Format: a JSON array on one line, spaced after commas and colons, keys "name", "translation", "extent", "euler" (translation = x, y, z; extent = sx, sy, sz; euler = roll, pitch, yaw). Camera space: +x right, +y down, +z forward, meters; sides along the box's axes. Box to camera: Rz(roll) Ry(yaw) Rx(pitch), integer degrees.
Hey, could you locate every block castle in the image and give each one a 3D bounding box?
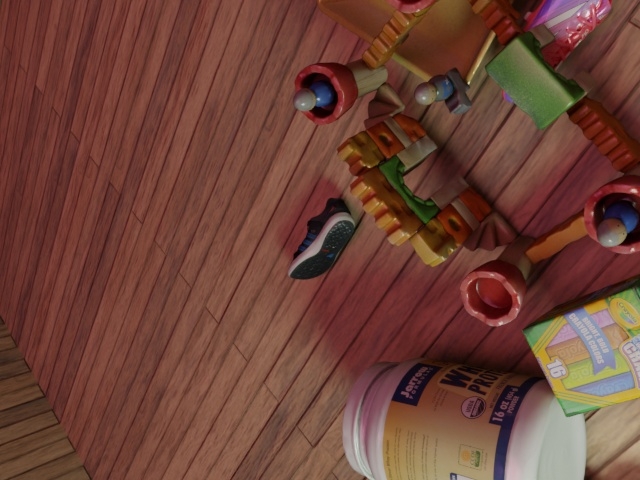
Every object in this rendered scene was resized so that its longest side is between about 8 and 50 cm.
[{"name": "block castle", "translation": [0.189, -0.131, 0.800], "extent": [0.453, 0.213, 0.303], "euler": [50, 135, 4]}]

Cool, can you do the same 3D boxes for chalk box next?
[{"name": "chalk box", "translation": [0.404, 0.123, 0.792], "extent": [0.213, 0.132, 0.132], "euler": [-34, 76, 40]}]

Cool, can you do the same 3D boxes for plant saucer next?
[{"name": "plant saucer", "translation": [0.181, -0.438, 0.915], "extent": [0.333, 0.081, 0.333], "euler": [43, 125, 27]}]

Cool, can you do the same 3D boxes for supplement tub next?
[{"name": "supplement tub", "translation": [0.213, 0.304, 0.934], "extent": [0.316, 0.228, 0.229], "euler": [1, 99, 41]}]

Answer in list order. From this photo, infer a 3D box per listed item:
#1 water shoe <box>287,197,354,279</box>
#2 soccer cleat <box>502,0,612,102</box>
[{"name": "water shoe", "translation": [0.000, 0.000, 1.188], "extent": [0.203, 0.072, 0.080], "euler": [-47, 41, 38]}, {"name": "soccer cleat", "translation": [0.329, -0.291, 0.815], "extent": [0.095, 0.083, 0.248], "euler": [38, 119, 25]}]
